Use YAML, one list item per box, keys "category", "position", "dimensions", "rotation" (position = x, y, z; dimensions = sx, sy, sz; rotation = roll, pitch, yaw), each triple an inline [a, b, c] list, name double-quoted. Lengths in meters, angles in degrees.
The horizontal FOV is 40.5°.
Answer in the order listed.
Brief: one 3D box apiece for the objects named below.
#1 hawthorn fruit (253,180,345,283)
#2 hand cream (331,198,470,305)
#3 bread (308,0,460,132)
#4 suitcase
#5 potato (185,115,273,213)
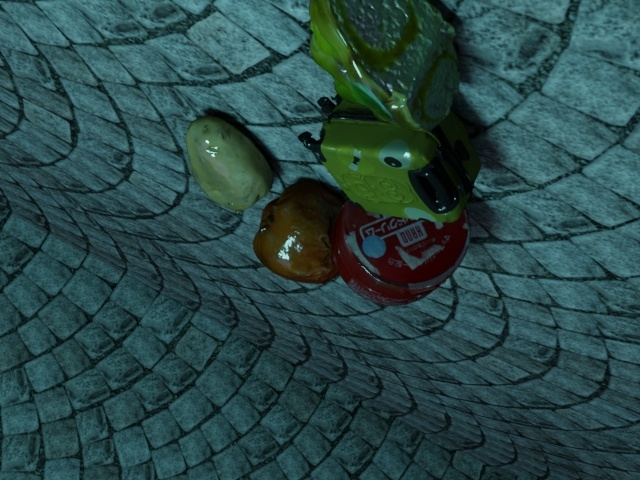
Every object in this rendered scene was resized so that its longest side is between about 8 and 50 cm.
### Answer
- category: "hawthorn fruit"
  position: [0.000, 0.000, 1.718]
  dimensions: [0.243, 0.207, 0.207]
  rotation: [25, 160, -12]
- category: "hand cream"
  position: [0.134, -0.004, 1.494]
  dimensions: [0.230, 0.230, 0.149]
  rotation: [24, 160, 2]
- category: "bread"
  position: [0.074, -0.230, 1.111]
  dimensions: [0.261, 0.158, 0.156]
  rotation: [36, 160, -22]
- category: "suitcase"
  position: [0.115, -0.135, 1.306]
  dimensions: [0.235, 0.143, 0.194]
  rotation: [10, 154, 37]
- category: "potato"
  position: [-0.175, -0.138, 1.656]
  dimensions: [0.161, 0.128, 0.234]
  rotation: [17, 153, 10]
